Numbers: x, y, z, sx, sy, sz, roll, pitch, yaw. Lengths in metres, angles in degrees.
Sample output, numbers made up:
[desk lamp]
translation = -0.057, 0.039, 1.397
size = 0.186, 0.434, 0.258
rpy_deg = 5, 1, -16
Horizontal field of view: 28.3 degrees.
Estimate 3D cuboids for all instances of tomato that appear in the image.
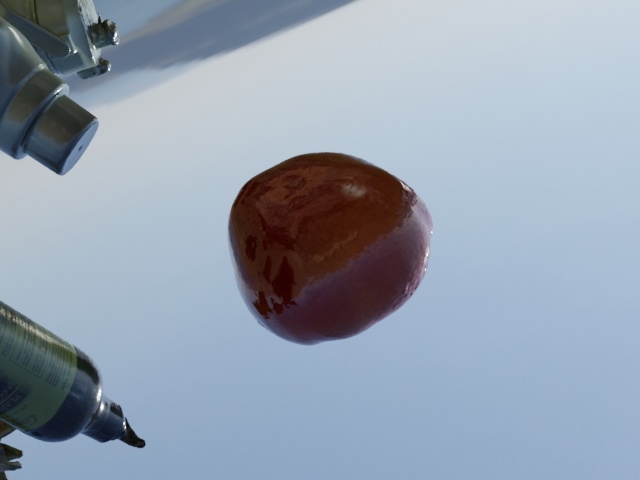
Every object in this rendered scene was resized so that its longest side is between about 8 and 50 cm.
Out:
[tomato]
translation = 0.004, -0.002, 1.492
size = 0.259, 0.180, 0.260
rpy_deg = -16, -140, 14

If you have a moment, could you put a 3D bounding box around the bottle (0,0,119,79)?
[bottle]
translation = -0.536, -0.358, 2.212
size = 0.351, 0.229, 0.229
rpy_deg = -13, -169, 7

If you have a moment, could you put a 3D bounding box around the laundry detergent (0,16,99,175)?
[laundry detergent]
translation = -0.384, -0.193, 1.170
size = 0.125, 0.397, 0.264
rpy_deg = -57, -179, -13

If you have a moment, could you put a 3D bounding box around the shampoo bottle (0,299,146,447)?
[shampoo bottle]
translation = -0.291, 0.134, 1.254
size = 0.101, 0.284, 0.101
rpy_deg = -26, -136, 29

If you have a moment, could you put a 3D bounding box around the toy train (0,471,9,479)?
[toy train]
translation = -0.643, 0.464, 2.015
size = 0.369, 0.163, 0.231
rpy_deg = -47, 153, 24

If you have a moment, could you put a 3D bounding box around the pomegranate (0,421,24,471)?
[pomegranate]
translation = -0.527, 0.327, 1.687
size = 0.285, 0.231, 0.231
rpy_deg = 6, 172, -31
